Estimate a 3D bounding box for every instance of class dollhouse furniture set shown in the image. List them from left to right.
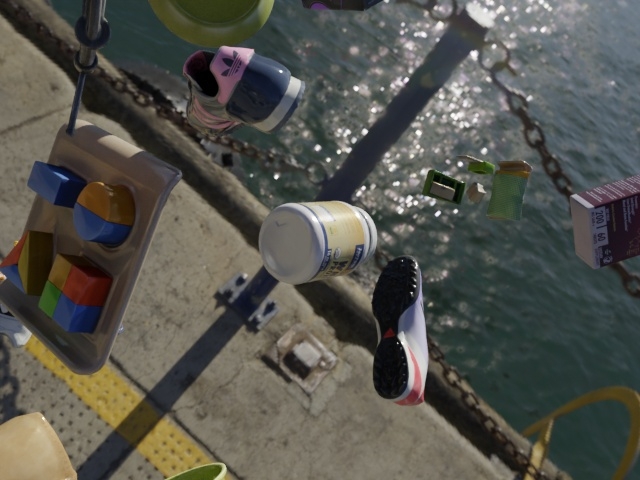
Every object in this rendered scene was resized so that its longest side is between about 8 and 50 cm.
[{"bbox_3d":[0.202,-0.072,0.902,0.058,0.152,0.076,17,88,-25],"label":"dollhouse furniture set"}]

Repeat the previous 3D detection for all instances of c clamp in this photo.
[{"bbox_3d":[-0.157,-0.152,0.476,0.022,0.161,0.137,7,85,-21],"label":"c clamp"}]

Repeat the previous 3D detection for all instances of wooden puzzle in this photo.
[{"bbox_3d":[-0.402,-0.008,1.105,0.322,0.348,0.080,27,4,37],"label":"wooden puzzle"}]

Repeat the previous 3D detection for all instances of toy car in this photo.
[{"bbox_3d":[-0.767,0.060,1.655,0.060,0.122,0.040,11,22,-36],"label":"toy car"}]

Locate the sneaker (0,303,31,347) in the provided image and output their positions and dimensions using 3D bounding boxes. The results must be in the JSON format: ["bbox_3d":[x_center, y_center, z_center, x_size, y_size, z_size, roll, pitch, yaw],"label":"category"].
[{"bbox_3d":[-0.817,0.170,1.614,0.292,0.110,0.118,21,77,-19],"label":"sneaker"}]

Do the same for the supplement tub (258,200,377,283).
[{"bbox_3d":[0.000,0.000,2.007,0.316,0.228,0.228,-7,59,-51],"label":"supplement tub"}]

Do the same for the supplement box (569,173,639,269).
[{"bbox_3d":[0.590,-0.049,1.260,0.239,0.130,0.073,-18,25,-2],"label":"supplement box"}]

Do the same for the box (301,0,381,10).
[{"bbox_3d":[0.035,-0.512,1.062,0.143,0.270,0.165,-35,35,-25],"label":"box"}]

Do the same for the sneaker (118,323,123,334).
[{"bbox_3d":[-0.497,0.208,1.534,0.053,0.059,0.144,55,21,5],"label":"sneaker"}]

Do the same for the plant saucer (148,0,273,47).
[{"bbox_3d":[-0.196,-0.474,1.245,0.241,0.037,0.241,0,89,-16],"label":"plant saucer"}]

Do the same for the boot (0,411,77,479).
[{"bbox_3d":[-0.271,0.174,0.392,0.089,0.236,0.269,13,24,27],"label":"boot"}]

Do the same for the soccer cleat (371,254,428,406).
[{"bbox_3d":[0.175,0.187,1.439,0.116,0.109,0.318,35,51,-45],"label":"soccer cleat"}]

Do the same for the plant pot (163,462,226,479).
[{"bbox_3d":[-0.291,0.669,1.504,0.276,0.276,0.254,-20,88,-45],"label":"plant pot"}]

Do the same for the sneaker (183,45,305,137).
[{"bbox_3d":[-0.146,-0.224,0.984,0.131,0.319,0.112,31,79,-30],"label":"sneaker"}]
